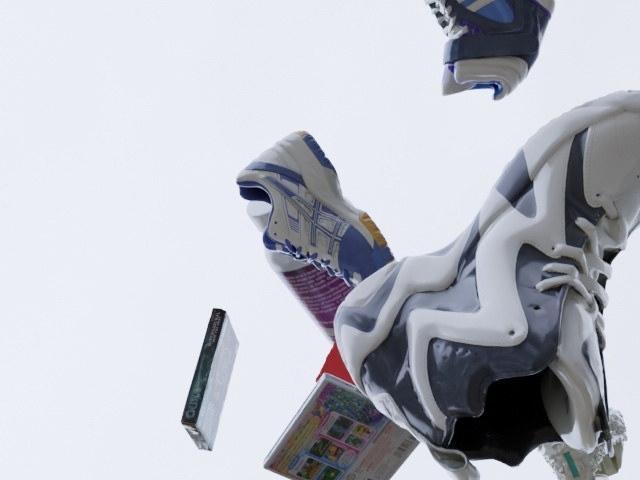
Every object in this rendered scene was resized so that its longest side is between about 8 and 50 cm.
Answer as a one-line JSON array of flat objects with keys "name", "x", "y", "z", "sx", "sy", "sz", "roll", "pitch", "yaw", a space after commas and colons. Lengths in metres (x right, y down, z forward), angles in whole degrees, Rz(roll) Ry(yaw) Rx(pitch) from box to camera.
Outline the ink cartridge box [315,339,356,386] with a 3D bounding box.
[{"name": "ink cartridge box", "x": 0.126, "y": 0.129, "z": 1.006, "sx": 0.181, "sy": 0.224, "sz": 0.056, "roll": -59, "pitch": -26, "yaw": -45}]

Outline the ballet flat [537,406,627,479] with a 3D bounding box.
[{"name": "ballet flat", "x": 0.550, "y": 0.433, "z": 1.608, "sx": 0.409, "sy": 0.147, "sz": 0.147, "roll": 10, "pitch": -99, "yaw": -56}]

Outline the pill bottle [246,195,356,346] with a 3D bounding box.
[{"name": "pill bottle", "x": 0.014, "y": 0.030, "z": 1.275, "sx": 0.169, "sy": 0.169, "sz": 0.301, "roll": -50, "pitch": -60, "yaw": -25}]

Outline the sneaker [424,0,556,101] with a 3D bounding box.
[{"name": "sneaker", "x": 0.238, "y": -0.385, "z": 1.399, "sx": 0.322, "sy": 0.130, "sz": 0.236, "roll": 26, "pitch": -90, "yaw": -1}]

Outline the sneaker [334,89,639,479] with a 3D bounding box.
[{"name": "sneaker", "x": 0.128, "y": 0.030, "z": 0.393, "sx": 0.235, "sy": 0.153, "sz": 0.094, "roll": -33, "pitch": -52, "yaw": 0}]

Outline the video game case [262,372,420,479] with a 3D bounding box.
[{"name": "video game case", "x": 0.030, "y": 0.240, "z": 0.921, "sx": 0.143, "sy": 0.019, "sz": 0.157, "roll": 26, "pitch": -63, "yaw": -12}]

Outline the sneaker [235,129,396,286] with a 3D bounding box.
[{"name": "sneaker", "x": 0.000, "y": 0.000, "z": 1.001, "sx": 0.131, "sy": 0.112, "sz": 0.296, "roll": -32, "pitch": -117, "yaw": -7}]

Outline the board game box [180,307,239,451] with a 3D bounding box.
[{"name": "board game box", "x": -0.166, "y": 0.214, "z": 1.203, "sx": 0.026, "sy": 0.126, "sz": 0.186, "roll": 6, "pitch": -122, "yaw": 9}]
